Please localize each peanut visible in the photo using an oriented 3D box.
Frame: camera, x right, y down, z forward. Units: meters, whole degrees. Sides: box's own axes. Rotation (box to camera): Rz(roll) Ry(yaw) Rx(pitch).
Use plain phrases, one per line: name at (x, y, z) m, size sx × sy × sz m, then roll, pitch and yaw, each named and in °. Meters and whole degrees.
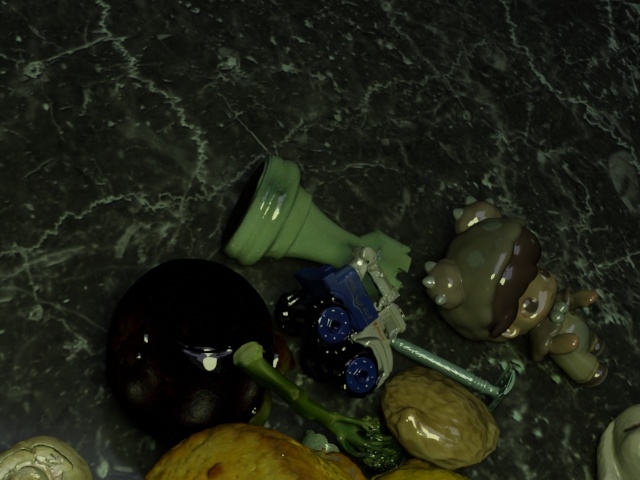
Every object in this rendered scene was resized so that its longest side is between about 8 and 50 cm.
peanut at (0.182, 0.276, 1.243) m, size 0.196 × 0.233 × 0.110 m, roll 36°, pitch 96°, yaw 20°

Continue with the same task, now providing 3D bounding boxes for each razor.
razor at (0.209, 0.212, 1.362) m, size 0.231 × 0.106 × 0.068 m, roll 27°, pitch 55°, yaw 8°

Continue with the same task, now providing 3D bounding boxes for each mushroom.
mushroom at (-0.379, 0.333, 1.053) m, size 0.154 × 0.122 × 0.154 m, roll 6°, pitch 57°, yaw -9°

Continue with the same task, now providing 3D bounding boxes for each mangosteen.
mangosteen at (-0.165, 0.157, 1.164) m, size 0.287 × 0.233 × 0.288 m, roll 8°, pitch 37°, yaw -6°

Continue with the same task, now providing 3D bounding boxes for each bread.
bread at (-0.101, 0.392, 0.985) m, size 0.336 × 0.204 × 0.358 m, roll 7°, pitch 56°, yaw 34°

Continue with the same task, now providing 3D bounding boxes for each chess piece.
chess piece at (0.000, 0.000, 1.356) m, size 0.299 × 0.194 × 0.195 m, roll 27°, pitch 55°, yaw -14°

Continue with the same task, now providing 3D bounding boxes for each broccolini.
broccolini at (0.016, 0.242, 1.138) m, size 0.074 × 0.392 × 0.078 m, roll -49°, pitch 45°, yaw -6°

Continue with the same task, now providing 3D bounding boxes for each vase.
vase at (-0.038, 0.363, 1.185) m, size 0.081 × 0.081 × 0.148 m, roll 42°, pitch 59°, yaw 7°

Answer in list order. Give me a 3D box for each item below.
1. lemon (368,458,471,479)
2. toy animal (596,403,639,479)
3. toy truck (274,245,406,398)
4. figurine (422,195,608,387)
lemon at (0.135, 0.456, 1.082) m, size 0.257 × 0.258 × 0.310 m, roll 18°, pitch 54°, yaw -9°
toy animal at (0.563, 0.399, 1.322) m, size 0.271 × 0.206 × 0.265 m, roll -4°, pitch 47°, yaw 0°
toy truck at (0.044, 0.129, 1.255) m, size 0.177 × 0.161 × 0.213 m, roll -35°, pitch 109°, yaw -21°
figurine at (0.354, 0.107, 1.414) m, size 0.380 × 0.203 × 0.248 m, roll 38°, pitch 62°, yaw -10°
